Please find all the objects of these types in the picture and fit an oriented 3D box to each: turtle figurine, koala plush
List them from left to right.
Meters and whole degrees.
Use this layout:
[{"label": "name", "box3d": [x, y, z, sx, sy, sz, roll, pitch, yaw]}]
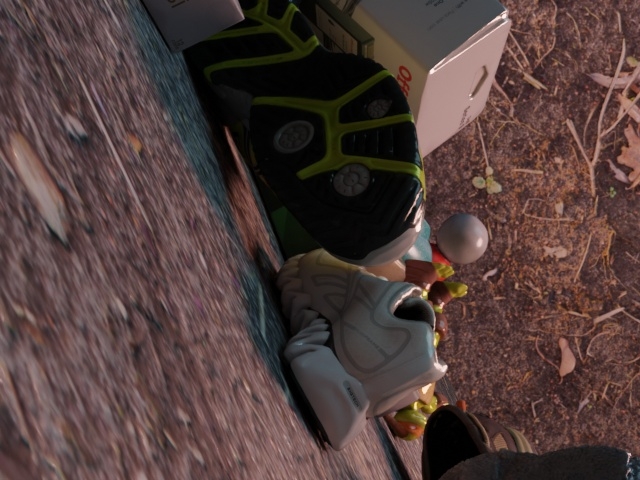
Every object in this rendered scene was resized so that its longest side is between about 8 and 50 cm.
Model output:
[{"label": "turtle figurine", "box3d": [0.118, 0.145, 1.776, 0.269, 0.087, 0.217, 37, 58, -49]}, {"label": "koala plush", "box3d": [0.178, 0.309, 1.311, 0.196, 0.203, 0.221, -65, 148, -47]}]

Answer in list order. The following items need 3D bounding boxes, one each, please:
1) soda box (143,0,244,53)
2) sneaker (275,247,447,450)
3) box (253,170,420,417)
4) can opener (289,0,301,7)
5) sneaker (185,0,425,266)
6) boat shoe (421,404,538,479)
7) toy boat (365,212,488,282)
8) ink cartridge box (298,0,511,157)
[{"label": "soda box", "box3d": [-0.144, -0.270, 1.310, 0.069, 0.074, 0.216, -110, 173, -48]}, {"label": "sneaker", "box3d": [0.034, 0.071, 1.258, 0.110, 0.118, 0.292, 61, 4, -19]}, {"label": "box", "box3d": [0.000, 0.000, 1.616, 0.322, 0.058, 0.232, 66, 4, 38]}, {"label": "can opener", "box3d": [-0.060, -0.226, 1.557, 0.059, 0.186, 0.073, 28, 46, -7]}, {"label": "sneaker", "box3d": [0.004, -0.091, 1.396, 0.385, 0.145, 0.147, 58, -4, 49]}, {"label": "boat shoe", "box3d": [0.157, 0.301, 1.552, 0.130, 0.132, 0.355, 35, 21, -22]}, {"label": "toy boat", "box3d": [0.092, -0.033, 1.938, 0.318, 0.148, 0.267, 41, 16, -49]}, {"label": "ink cartridge box", "box3d": [0.046, -0.246, 1.622, 0.289, 0.121, 0.211, 45, -19, 17]}]
